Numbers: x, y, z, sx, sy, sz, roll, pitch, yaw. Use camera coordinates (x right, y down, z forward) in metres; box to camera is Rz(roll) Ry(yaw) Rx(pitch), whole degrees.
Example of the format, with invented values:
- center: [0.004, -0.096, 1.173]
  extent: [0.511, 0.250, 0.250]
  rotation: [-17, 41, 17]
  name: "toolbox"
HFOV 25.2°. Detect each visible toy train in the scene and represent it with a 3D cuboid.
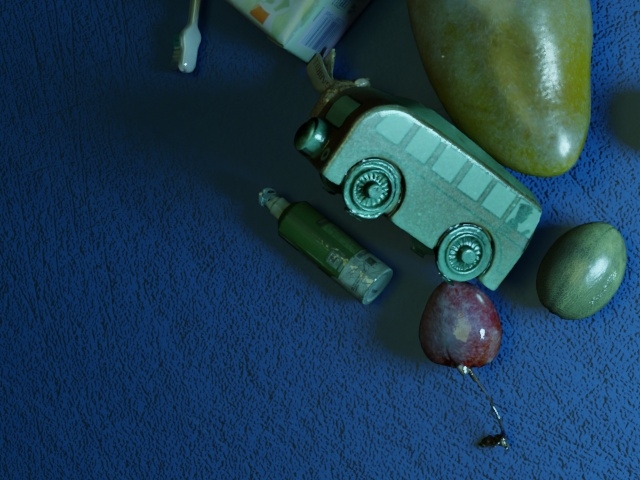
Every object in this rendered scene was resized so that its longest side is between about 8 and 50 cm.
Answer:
- center: [0.118, -0.070, 1.734]
  extent: [0.326, 0.129, 0.159]
  rotation: [33, 94, -24]
  name: "toy train"

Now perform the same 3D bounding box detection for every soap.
- center: [-0.030, -0.364, 1.891]
  extent: [0.182, 0.138, 0.199]
  rotation: [43, 101, 19]
  name: "soap"

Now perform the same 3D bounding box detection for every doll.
- center: [0.044, -0.150, 1.859]
  extent: [0.105, 0.115, 0.221]
  rotation: [-36, 70, -21]
  name: "doll"

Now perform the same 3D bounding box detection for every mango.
- center: [0.227, -0.255, 1.753]
  extent: [0.221, 0.199, 0.384]
  rotation: [-23, 79, 18]
  name: "mango"

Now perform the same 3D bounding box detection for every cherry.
- center: [0.181, 0.156, 1.804]
  extent: [0.107, 0.090, 0.226]
  rotation: [-5, 94, 21]
  name: "cherry"

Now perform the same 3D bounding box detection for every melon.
- center: [0.320, 0.037, 1.751]
  extent: [0.098, 0.098, 0.131]
  rotation: [40, 100, 19]
  name: "melon"

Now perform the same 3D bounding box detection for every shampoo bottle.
- center: [0.000, 0.000, 1.890]
  extent: [0.204, 0.065, 0.065]
  rotation: [39, 99, 19]
  name: "shampoo bottle"

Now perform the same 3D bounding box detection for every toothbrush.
- center: [-0.167, -0.440, 2.000]
  extent: [0.040, 0.042, 0.418]
  rotation: [6, 89, 52]
  name: "toothbrush"
